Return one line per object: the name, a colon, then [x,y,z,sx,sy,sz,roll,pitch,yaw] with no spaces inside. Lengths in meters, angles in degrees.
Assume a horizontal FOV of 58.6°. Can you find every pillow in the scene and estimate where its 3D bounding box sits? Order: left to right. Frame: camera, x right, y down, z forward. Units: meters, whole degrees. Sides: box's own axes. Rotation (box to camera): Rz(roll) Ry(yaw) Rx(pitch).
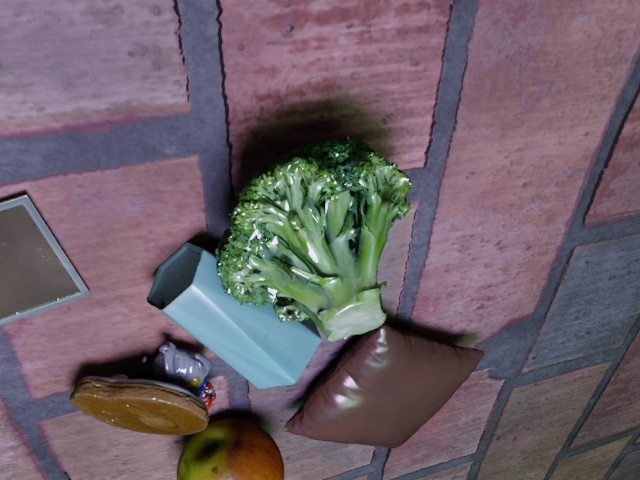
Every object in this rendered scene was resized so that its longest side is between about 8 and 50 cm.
pillow: [0.128,0.290,1.114,0.308,0.108,0.305,21,116,-35]

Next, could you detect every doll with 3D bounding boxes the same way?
doll: [-0.226,0.222,0.931,0.104,0.062,0.195,14,142,20]

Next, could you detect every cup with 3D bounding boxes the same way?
cup: [-0.130,0.110,0.833,0.235,0.134,0.148,39,73,-35]

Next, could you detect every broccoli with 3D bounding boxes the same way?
broccoli: [0.000,0.000,0.721,0.269,0.242,0.261,-23,148,2]

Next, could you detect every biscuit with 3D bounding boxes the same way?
biscuit: [-0.276,0.258,0.901,0.208,0.049,0.181,-2,144,12]

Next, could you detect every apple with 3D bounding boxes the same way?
apple: [-0.166,0.422,1.041,0.196,0.196,0.196,-13,132,-14]

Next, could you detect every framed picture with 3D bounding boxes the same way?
framed picture: [-0.398,0.031,0.722,0.142,0.011,0.183,-19,134,-8]
